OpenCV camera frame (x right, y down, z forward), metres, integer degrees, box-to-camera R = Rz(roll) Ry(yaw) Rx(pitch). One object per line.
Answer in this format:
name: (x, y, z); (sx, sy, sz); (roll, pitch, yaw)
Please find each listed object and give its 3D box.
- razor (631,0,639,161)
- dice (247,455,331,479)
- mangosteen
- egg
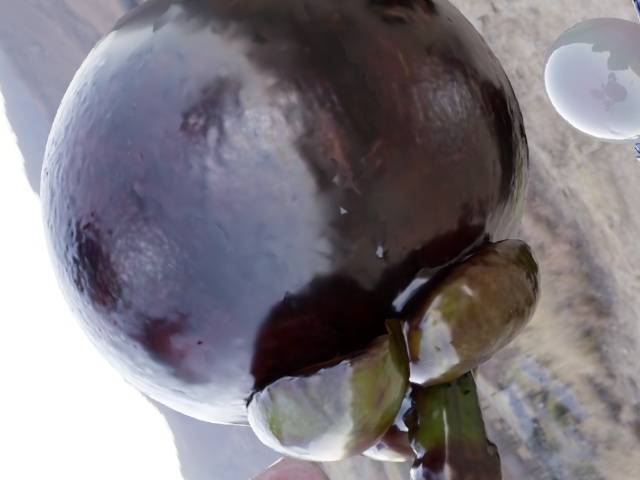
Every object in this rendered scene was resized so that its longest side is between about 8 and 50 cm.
razor: (0.448, -0.223, 1.214); (0.093, 0.056, 0.324); (29, -128, -32)
dice: (-0.028, 0.195, 0.587); (0.091, 0.094, 0.093); (57, 159, 10)
mangosteen: (0.000, 0.000, 0.413); (0.265, 0.228, 0.228); (55, 168, 25)
egg: (0.253, -0.137, 0.795); (0.135, 0.103, 0.103); (42, 158, 42)
